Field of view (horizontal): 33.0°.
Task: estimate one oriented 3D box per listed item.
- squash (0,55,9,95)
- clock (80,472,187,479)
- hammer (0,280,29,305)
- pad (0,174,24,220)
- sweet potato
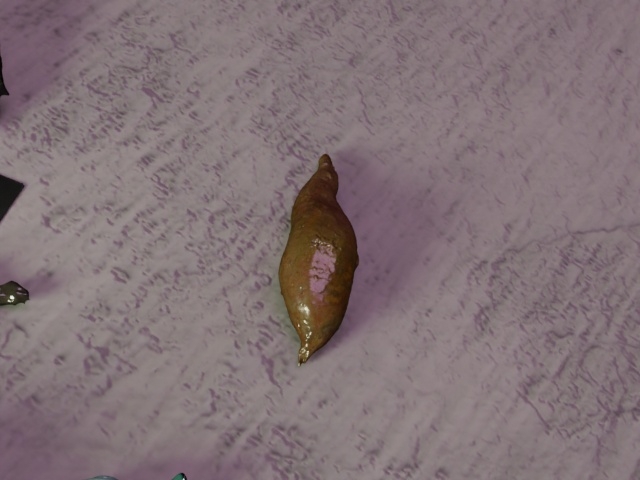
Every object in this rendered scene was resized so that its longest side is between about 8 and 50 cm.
[{"bbox_3d":[-0.363,-0.147,0.887,0.192,0.085,0.184,-42,104,-36],"label":"squash"},{"bbox_3d":[-0.144,0.201,0.711,0.135,0.041,0.101,-14,61,-29],"label":"clock"},{"bbox_3d":[-0.256,0.146,0.722,0.125,0.027,0.297,2,54,-20],"label":"hammer"},{"bbox_3d":[-0.346,-0.042,0.847,0.193,0.004,0.116,23,49,-2],"label":"pad"},{"bbox_3d":[0.002,-0.003,0.908,0.068,0.068,0.226,13,50,-11],"label":"sweet potato"}]
